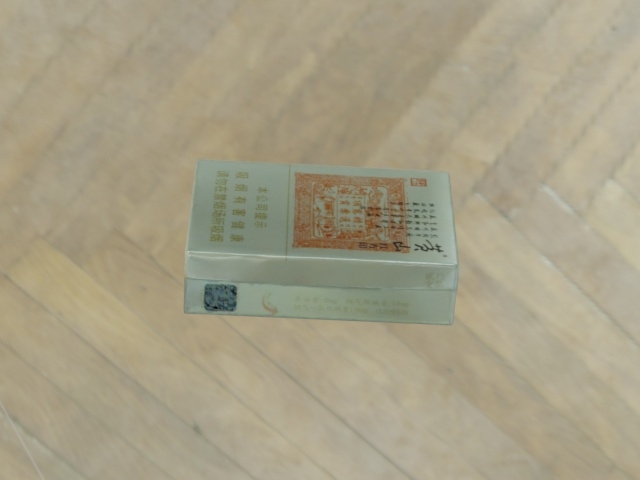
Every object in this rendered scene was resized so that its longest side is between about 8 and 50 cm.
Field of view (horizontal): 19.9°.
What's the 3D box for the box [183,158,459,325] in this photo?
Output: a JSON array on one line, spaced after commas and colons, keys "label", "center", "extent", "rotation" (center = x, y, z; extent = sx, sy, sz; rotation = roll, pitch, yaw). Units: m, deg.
[{"label": "box", "center": [0.000, 0.000, 1.371], "extent": [0.201, 0.141, 0.058], "rotation": [4, 123, -1]}]
